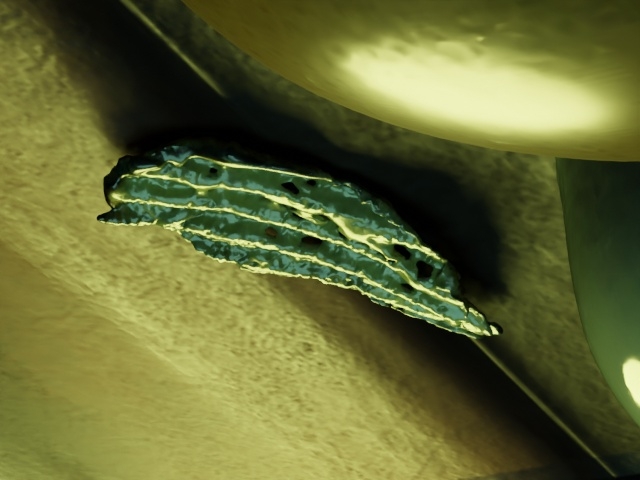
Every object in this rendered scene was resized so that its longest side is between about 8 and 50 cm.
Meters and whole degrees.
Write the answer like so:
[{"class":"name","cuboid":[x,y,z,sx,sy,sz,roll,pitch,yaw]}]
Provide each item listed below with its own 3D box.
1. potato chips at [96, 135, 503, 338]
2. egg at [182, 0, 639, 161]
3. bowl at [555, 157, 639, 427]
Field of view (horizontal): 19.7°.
[{"class":"potato chips","cuboid":[0.000,0.001,0.854,0.207,0.028,0.092,20,147,-8]},{"class":"egg","cuboid":[0.075,-0.141,0.427,0.322,0.250,0.250,-13,139,40]},{"class":"bowl","cuboid":[0.224,0.039,0.719,0.289,0.146,0.289,12,146,8]}]
